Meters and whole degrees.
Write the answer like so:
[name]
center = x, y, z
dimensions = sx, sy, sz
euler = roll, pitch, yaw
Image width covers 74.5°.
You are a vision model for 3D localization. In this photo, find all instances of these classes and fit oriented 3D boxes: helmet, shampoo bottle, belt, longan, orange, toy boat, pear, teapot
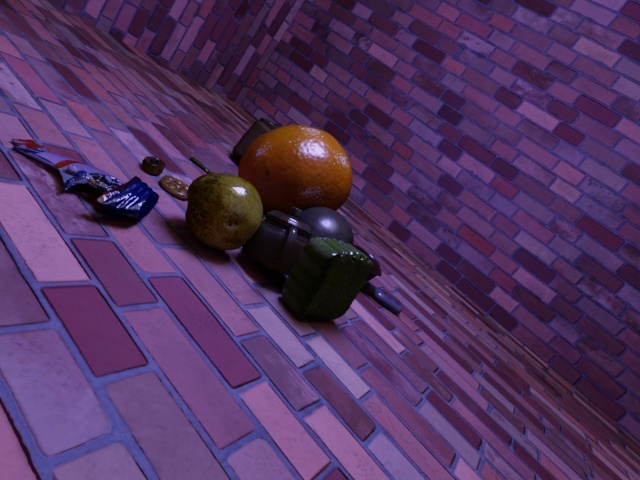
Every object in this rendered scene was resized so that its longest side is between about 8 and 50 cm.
[helmet]
center = 0.147, 0.108, 1.596
dimensions = 0.154, 0.106, 0.175
euler = 21, 23, -41
[shampoo bottle]
center = 0.237, 0.216, 1.604
dimensions = 0.165, 0.040, 0.080
euler = 36, 16, -8
[belt]
center = -0.500, -0.223, 1.256
dimensions = 0.059, 0.036, 0.083
euler = 27, 16, -10
[longan]
center = 0.000, 0.000, 1.395
dimensions = 0.245, 0.215, 0.246
euler = 11, 39, -9
[orange]
center = -0.089, -0.249, 1.545
dimensions = 0.422, 0.327, 0.424
euler = 2, -9, 0
[toy boat]
center = -0.509, -0.139, 0.956
dimensions = 0.318, 0.072, 0.219
euler = 30, 15, 14
[pear]
center = -0.251, -0.079, 1.065
dimensions = 0.197, 0.197, 0.197
euler = 34, 15, -10
[teapot]
center = -0.100, -0.009, 1.145
dimensions = 0.185, 0.176, 0.267
euler = 23, 0, -14

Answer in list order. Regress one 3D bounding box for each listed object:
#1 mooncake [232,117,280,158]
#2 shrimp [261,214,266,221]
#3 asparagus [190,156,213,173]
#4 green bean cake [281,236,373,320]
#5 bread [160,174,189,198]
[mooncake]
center = -0.205, -0.405, 2.080
dimensions = 0.393, 0.246, 0.394
euler = 37, 3, 27
[shrimp]
center = -0.203, -0.043, 1.354
dimensions = 0.145, 0.061, 0.267
euler = 10, 31, -41
[asparagus]
center = -0.400, -0.246, 1.587
dimensions = 0.232, 0.022, 0.023
euler = 36, -30, 5
[green bean cake]
center = 0.016, 0.102, 1.103
dimensions = 0.200, 0.214, 0.113
euler = 16, 20, -49
[bread]
center = -0.424, -0.157, 1.247
dimensions = 0.110, 0.024, 0.110
euler = 33, 14, -10
